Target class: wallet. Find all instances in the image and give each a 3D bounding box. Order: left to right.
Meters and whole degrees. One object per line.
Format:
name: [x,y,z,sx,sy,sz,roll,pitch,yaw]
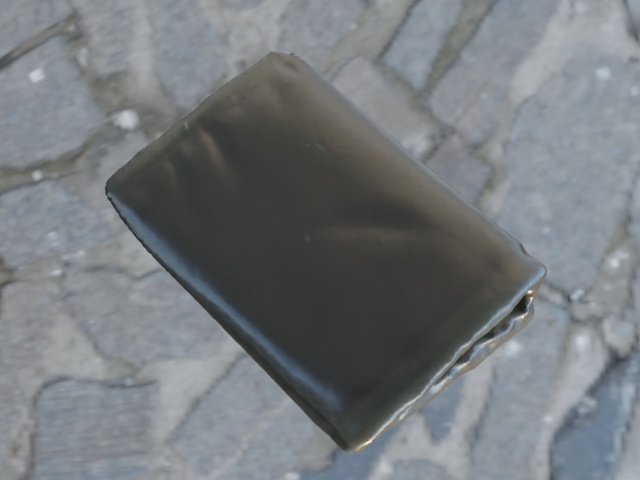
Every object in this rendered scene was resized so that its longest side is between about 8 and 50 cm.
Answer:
wallet: [0.000,0.000,1.093,0.168,0.052,0.245,-39,67,-18]
